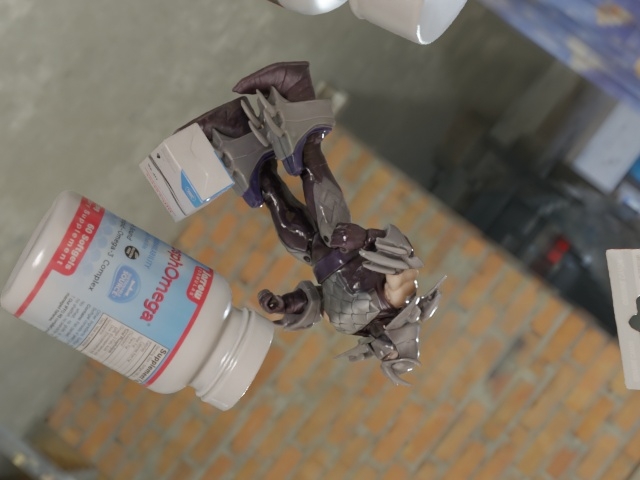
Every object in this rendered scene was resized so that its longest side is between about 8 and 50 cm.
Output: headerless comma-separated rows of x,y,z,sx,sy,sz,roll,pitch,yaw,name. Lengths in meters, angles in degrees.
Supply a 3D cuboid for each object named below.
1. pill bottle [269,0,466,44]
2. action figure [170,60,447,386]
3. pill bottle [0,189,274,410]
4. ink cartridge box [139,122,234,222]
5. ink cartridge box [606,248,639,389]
-0.035,-0.233,0.970,0.161,0.283,0.161,-58,166,-23,pill bottle
0.000,0.000,1.351,0.099,0.285,0.185,-24,171,-44,action figure
-0.114,0.042,1.032,0.087,0.160,0.087,-56,-167,20,pill bottle
-0.092,-0.042,1.081,0.028,0.048,0.083,-32,-179,-22,ink cartridge box
0.364,0.051,1.339,0.189,0.232,0.066,72,29,-44,ink cartridge box
